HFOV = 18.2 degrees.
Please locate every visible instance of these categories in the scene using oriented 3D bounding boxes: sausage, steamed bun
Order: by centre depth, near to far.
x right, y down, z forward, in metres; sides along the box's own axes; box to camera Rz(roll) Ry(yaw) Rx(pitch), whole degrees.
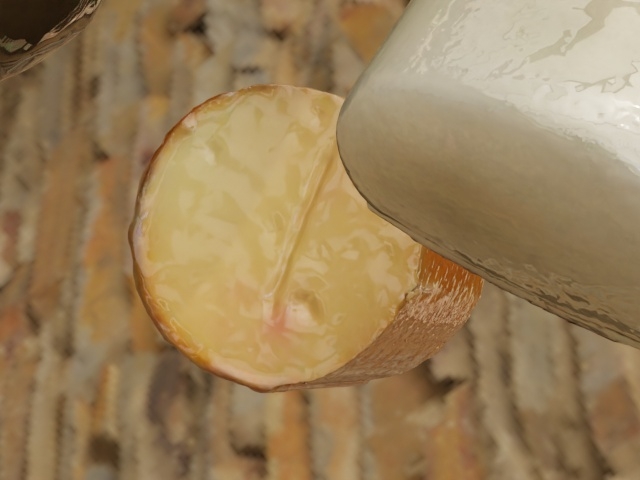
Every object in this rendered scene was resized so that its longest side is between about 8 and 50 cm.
[{"bbox_3d":[0.137,-0.053,0.949,0.241,0.146,0.164,26,-25,15],"label":"steamed bun"},{"bbox_3d":[0.000,0.000,1.573,0.233,0.233,0.287,57,10,11],"label":"sausage"}]

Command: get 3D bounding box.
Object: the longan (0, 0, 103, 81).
[{"bbox_3d":[-0.300,-0.262,1.557,0.297,0.297,0.297,40,27,-25],"label":"longan"}]
